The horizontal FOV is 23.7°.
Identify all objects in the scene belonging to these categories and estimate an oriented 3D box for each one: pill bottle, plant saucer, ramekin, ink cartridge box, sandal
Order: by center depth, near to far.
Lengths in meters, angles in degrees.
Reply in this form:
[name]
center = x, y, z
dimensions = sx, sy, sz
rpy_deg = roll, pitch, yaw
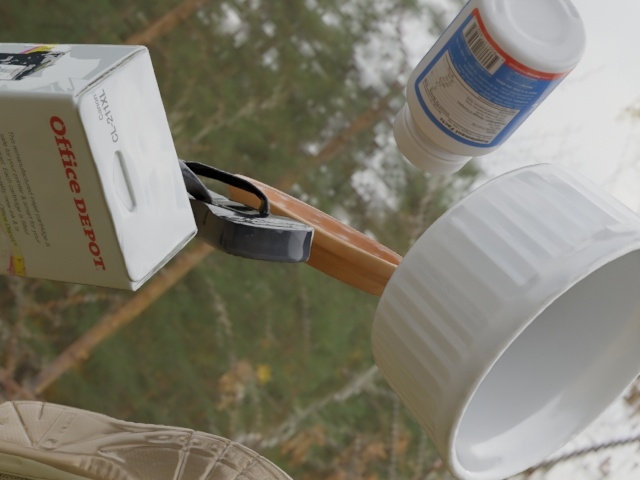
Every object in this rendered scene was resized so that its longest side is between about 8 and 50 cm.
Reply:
[ink cartridge box]
center = -0.173, -0.047, 0.911
dimensions = 0.175, 0.072, 0.127
rpy_deg = 6, -57, 32
[sandal]
center = -0.080, -0.032, 1.205
dimensions = 0.097, 0.054, 0.254
rpy_deg = 3, 9, -34
[ramekin]
center = 0.175, 0.065, 1.316
dimensions = 0.135, 0.277, 0.277
rpy_deg = 46, -12, 31
[plant saucer]
center = 0.000, 0.000, 1.404
dimensions = 0.200, 0.037, 0.200
rpy_deg = 27, 4, -2
[pill bottle]
center = 0.164, -0.163, 1.557
dimensions = 0.124, 0.124, 0.221
rpy_deg = 48, -39, 6

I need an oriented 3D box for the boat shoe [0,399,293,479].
[boat shoe]
center = -0.146, 0.203, 1.200
dimensions = 0.285, 0.103, 0.092
rpy_deg = 13, -60, 12
